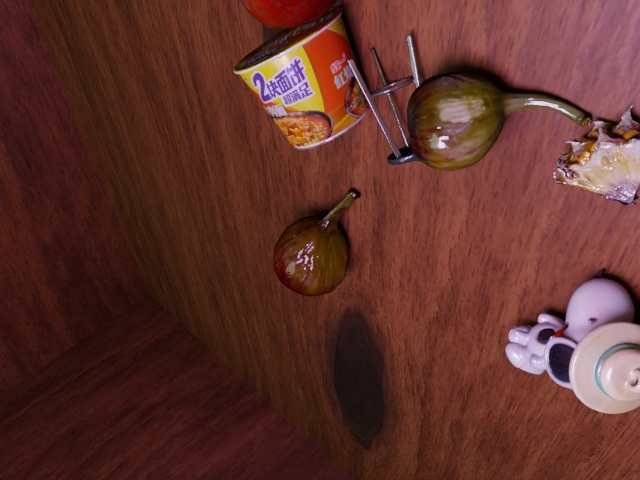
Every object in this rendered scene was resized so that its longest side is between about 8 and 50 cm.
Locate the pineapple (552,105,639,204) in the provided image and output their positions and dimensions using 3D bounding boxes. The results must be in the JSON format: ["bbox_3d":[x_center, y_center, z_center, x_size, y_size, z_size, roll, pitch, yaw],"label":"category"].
[{"bbox_3d":[0.378,-0.098,0.678,0.116,0.069,0.137,51,147,-10],"label":"pineapple"}]

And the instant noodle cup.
[{"bbox_3d":[-0.019,-0.274,0.923,0.213,0.213,0.174,8,137,50],"label":"instant noodle cup"}]

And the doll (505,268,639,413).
[{"bbox_3d":[0.402,0.183,0.832,0.144,0.208,0.271,20,143,-5],"label":"doll"}]

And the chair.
[{"bbox_3d":[0.125,-0.212,0.876,0.104,0.095,0.221,15,135,63],"label":"chair"}]

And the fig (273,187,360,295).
[{"bbox_3d":[0.004,-0.011,1.247,0.191,0.191,0.290,34,109,29],"label":"fig"}]

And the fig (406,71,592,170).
[{"bbox_3d":[0.244,-0.177,0.749,0.246,0.149,0.149,-5,121,27],"label":"fig"}]

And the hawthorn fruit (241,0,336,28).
[{"bbox_3d":[-0.045,-0.425,0.788,0.215,0.215,0.250,53,158,-1],"label":"hawthorn fruit"}]
